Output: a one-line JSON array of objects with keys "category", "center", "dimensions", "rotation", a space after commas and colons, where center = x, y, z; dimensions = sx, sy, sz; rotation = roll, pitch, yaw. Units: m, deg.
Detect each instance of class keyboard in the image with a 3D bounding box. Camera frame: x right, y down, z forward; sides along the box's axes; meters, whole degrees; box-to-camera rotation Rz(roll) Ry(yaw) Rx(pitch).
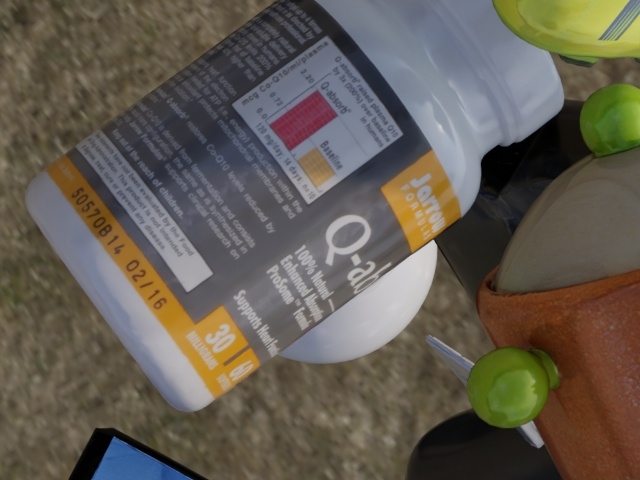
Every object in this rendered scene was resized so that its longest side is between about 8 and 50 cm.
[{"category": "keyboard", "center": [0.124, 0.112, 1.385], "dimensions": [0.014, 0.072, 0.256], "rotation": [-49, 162, -3]}]

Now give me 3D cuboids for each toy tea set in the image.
[{"category": "toy tea set", "center": [0.165, -0.017, 0.541], "dimensions": [0.200, 0.336, 0.124], "rotation": [-17, 99, 21]}]

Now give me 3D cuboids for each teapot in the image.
[{"category": "teapot", "center": [0.000, 0.000, 1.906], "dimensions": [0.253, 0.187, 0.256], "rotation": [17, 76, 1]}]

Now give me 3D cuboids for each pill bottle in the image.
[{"category": "pill bottle", "center": [-0.012, -0.044, 1.061], "dimensions": [0.278, 0.162, 0.162], "rotation": [-36, 123, -5]}]

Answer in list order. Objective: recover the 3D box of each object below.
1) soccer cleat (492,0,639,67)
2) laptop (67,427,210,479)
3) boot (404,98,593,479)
[{"category": "soccer cleat", "center": [0.215, -0.165, 0.921], "dimensions": [0.289, 0.093, 0.121], "rotation": [-16, 154, -18]}, {"category": "laptop", "center": [-0.030, 0.218, 1.020], "dimensions": [0.136, 0.264, 0.234], "rotation": [56, 41, -33]}, {"category": "boot", "center": [0.159, 0.077, 1.567], "dimensions": [0.367, 0.146, 0.445], "rotation": [-7, 137, 29]}]
